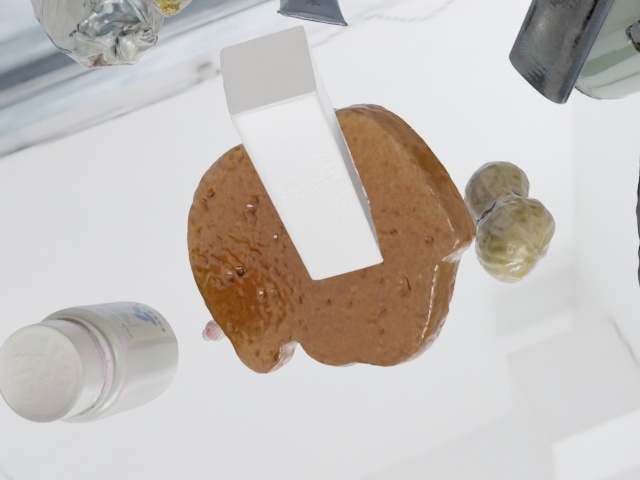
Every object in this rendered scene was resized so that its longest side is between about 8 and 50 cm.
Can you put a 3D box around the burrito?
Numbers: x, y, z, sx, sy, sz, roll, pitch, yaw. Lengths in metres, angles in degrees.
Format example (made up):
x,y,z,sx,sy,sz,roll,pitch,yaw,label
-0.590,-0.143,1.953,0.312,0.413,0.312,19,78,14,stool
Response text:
x,y,z,sx,sy,sz,roll,pitch,yaw,label
-0.287,-0.295,1.332,0.445,0.101,0.139,45,120,52,burrito

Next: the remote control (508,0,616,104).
x,y,z,sx,sy,sz,roll,pitch,yaw,label
0.307,-0.330,1.197,0.107,0.044,0.377,50,140,31,remote control

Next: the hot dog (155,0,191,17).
x,y,z,sx,sy,sz,roll,pitch,yaw,label
-0.228,-0.375,1.640,0.169,0.078,0.061,-55,-31,-41,hot dog

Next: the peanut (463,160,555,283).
x,y,z,sx,sy,sz,roll,pitch,yaw,label
0.282,-0.038,1.631,0.274,0.125,0.111,-93,-16,-56,peanut

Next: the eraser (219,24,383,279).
x,y,z,sx,sy,sz,roll,pitch,yaw,label
-0.011,-0.069,1.010,0.298,0.078,0.076,65,-168,-59,eraser

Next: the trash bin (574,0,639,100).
x,y,z,sx,sy,sz,roll,pitch,yaw,label
0.480,-0.332,1.536,0.217,0.277,0.262,55,158,-9,trash bin

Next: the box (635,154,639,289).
x,y,z,sx,sy,sz,roll,pitch,yaw,label
0.316,0.004,0.739,0.042,0.201,0.212,-121,29,-80,box

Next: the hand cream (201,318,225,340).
x,y,z,sx,sy,sz,roll,pitch,yaw,label
-0.142,0.130,1.771,0.038,0.052,0.216,52,143,-4,hand cream

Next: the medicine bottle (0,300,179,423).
x,y,z,sx,sy,sz,roll,pitch,yaw,label
-0.335,0.178,1.583,0.170,0.170,0.293,69,-165,5,medicine bottle

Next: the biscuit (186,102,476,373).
x,y,z,sx,sy,sz,roll,pitch,yaw,label
0.000,0.000,1.435,0.078,0.455,0.350,-26,-76,-50,biscuit

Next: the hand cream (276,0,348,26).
x,y,z,sx,sy,sz,roll,pitch,yaw,label
-0.025,-0.346,1.374,0.256,0.088,0.055,-102,29,-47,hand cream
